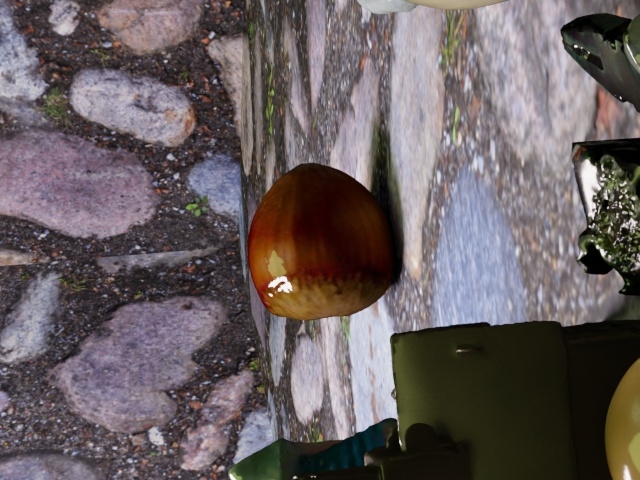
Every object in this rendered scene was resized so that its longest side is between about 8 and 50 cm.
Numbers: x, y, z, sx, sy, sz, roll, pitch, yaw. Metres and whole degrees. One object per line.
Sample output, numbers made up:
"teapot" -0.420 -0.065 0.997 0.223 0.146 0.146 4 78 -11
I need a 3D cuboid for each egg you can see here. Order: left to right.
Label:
"egg" 0.202 0.109 0.601 0.080 0.080 0.096 132 147 -76

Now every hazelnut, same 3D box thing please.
"hazelnut" 0.000 0.000 1.383 0.208 0.208 0.208 175 90 -80

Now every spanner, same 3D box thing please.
"spanner" 0.201 -0.074 0.557 0.095 0.040 0.325 65 178 -26

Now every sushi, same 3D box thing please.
"sushi" 0.196 -0.013 0.653 0.083 0.056 0.084 -137 44 -65

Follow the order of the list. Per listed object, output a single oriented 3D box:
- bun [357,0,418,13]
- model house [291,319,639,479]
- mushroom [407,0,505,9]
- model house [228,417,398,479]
"bun" 0.078 -0.304 1.100 0.141 0.083 0.141 167 90 -74
"model house" 0.100 0.162 0.718 0.204 0.243 0.211 147 118 -78
"mushroom" 0.119 -0.269 0.500 0.336 0.314 0.314 15 113 45
"model house" 0.054 0.325 0.951 0.245 0.280 0.312 97 166 -49
